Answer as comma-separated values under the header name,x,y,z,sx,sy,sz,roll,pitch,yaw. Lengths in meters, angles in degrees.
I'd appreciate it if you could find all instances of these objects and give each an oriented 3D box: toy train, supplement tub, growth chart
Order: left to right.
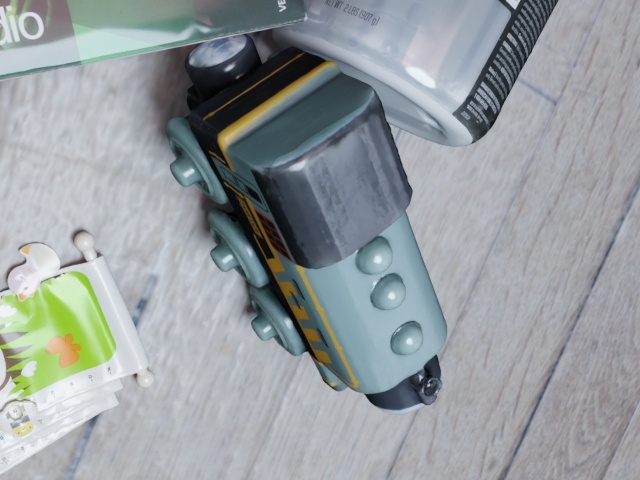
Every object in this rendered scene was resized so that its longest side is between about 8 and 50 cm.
name,x,y,z,sx,sy,sz,roll,pitch,yaw
growth chart,-0.251,0.111,0.653,0.237,0.021,0.172,-35,117,-16
toy train,0.000,0.000,0.638,0.142,0.190,0.334,-34,128,-15
supplement tub,0.111,-0.251,0.639,0.193,0.193,0.316,28,90,-32

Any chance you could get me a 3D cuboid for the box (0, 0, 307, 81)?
name,x,y,z,sx,sy,sz,roll,pitch,yaw
box,-0.200,-0.124,0.484,0.321,0.232,0.059,-19,109,-23
